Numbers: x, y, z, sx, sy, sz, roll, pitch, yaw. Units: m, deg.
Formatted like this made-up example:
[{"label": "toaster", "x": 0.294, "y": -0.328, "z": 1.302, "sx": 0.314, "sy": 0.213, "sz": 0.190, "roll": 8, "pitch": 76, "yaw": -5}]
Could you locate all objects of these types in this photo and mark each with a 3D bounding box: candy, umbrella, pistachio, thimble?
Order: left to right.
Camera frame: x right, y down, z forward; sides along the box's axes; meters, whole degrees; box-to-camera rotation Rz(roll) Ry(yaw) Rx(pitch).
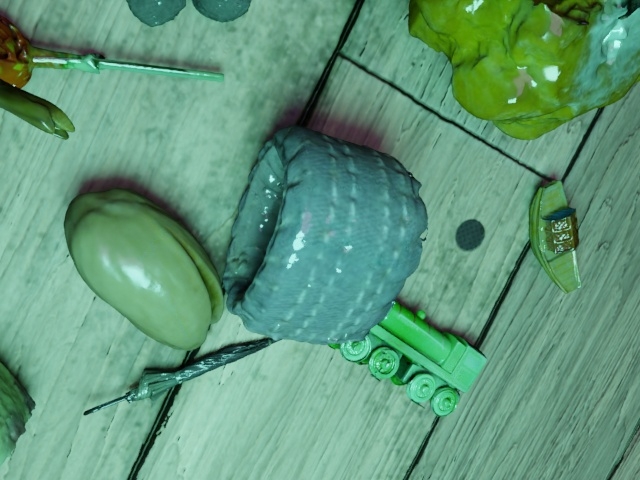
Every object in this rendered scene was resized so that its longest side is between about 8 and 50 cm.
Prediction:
[{"label": "candy", "x": -0.246, "y": -0.192, "z": 0.583, "sx": 0.288, "sy": 0.078, "sz": 0.084, "roll": -1, "pitch": 133, "yaw": -20}, {"label": "pistachio", "x": -0.196, "y": 0.035, "z": 0.629, "sx": 0.136, "sy": 0.136, "sz": 0.226, "roll": -37, "pitch": 118, "yaw": -6}, {"label": "umbrella", "x": -0.170, "y": 0.168, "z": 0.716, "sx": 0.269, "sy": 0.044, "sz": 0.044, "roll": -18, "pitch": 82, "yaw": -21}, {"label": "thimble", "x": 0.000, "y": 0.000, "z": 0.629, "sx": 0.172, "sy": 0.205, "sz": 0.236, "roll": 16, "pitch": 97, "yaw": -21}]

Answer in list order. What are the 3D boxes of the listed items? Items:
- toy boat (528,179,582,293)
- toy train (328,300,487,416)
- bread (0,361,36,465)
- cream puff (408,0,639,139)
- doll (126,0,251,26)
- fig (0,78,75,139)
[{"label": "toy boat", "x": 0.350, "y": -0.005, "z": 0.809, "sx": 0.065, "sy": 0.066, "sz": 0.172, "roll": -22, "pitch": 109, "yaw": -14}, {"label": "toy train", "x": 0.120, "y": 0.150, "z": 0.772, "sx": 0.251, "sy": 0.085, "sz": 0.119, "roll": 36, "pitch": 85, "yaw": -23}, {"label": "bread", "x": -0.449, "y": 0.109, "z": 0.532, "sx": 0.155, "sy": 0.187, "sz": 0.338, "roll": -37, "pitch": 109, "yaw": -2}, {"label": "cream puff", "x": 0.258, "y": -0.279, "z": 0.647, "sx": 0.323, "sy": 0.270, "sz": 0.274, "roll": -34, "pitch": 145, "yaw": -6}, {"label": "doll", "x": -0.139, "y": -0.387, "z": 0.520, "sx": 0.246, "sy": 0.158, "sz": 0.340, "roll": 1, "pitch": 106, "yaw": -5}, {"label": "fig", "x": -0.379, "y": -0.152, "z": 0.431, "sx": 0.369, "sy": 0.286, "sz": 0.286, "roll": 25, "pitch": 95, "yaw": -15}]
